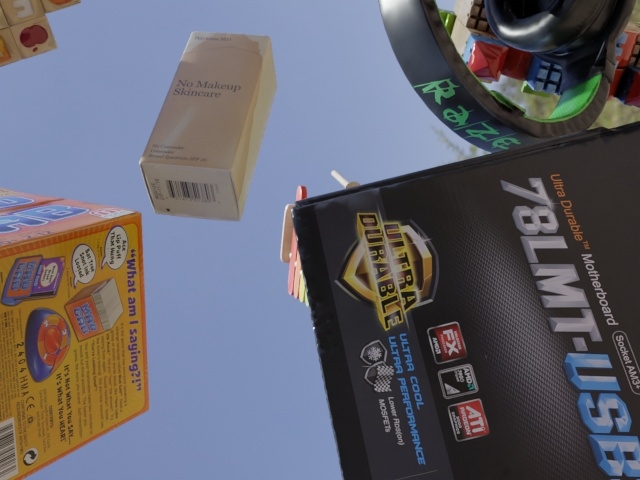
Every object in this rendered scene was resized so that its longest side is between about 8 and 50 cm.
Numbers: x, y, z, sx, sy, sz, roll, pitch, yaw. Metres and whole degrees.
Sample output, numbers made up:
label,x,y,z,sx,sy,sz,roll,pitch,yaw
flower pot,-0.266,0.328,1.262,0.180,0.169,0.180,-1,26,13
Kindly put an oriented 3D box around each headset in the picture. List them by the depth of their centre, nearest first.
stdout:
label,x,y,z,sx,sy,sz,roll,pitch,yaw
headset,0.187,-0.268,0.685,0.243,0.185,0.394,26,-118,-27

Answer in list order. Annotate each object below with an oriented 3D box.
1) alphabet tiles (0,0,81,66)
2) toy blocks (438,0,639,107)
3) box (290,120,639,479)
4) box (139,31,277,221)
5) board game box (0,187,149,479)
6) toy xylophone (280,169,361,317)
label,x,y,z,sx,sy,sz,roll,pitch,yaw
alphabet tiles,-0.504,-0.392,1.093,0.011,0.285,0.343,50,158,42
toy blocks,0.343,-0.276,1.130,0.261,0.381,0.191,-87,10,-65
box,0.148,0.077,0.541,0.073,0.293,0.296,66,-168,-63
box,-0.169,-0.190,1.260,0.121,0.147,0.311,86,-170,-52
board game box,-0.530,0.134,1.254,0.356,0.356,0.357,-21,-64,-56
toy xylophone,0.000,0.000,1.342,0.322,0.081,0.236,-147,60,-75
